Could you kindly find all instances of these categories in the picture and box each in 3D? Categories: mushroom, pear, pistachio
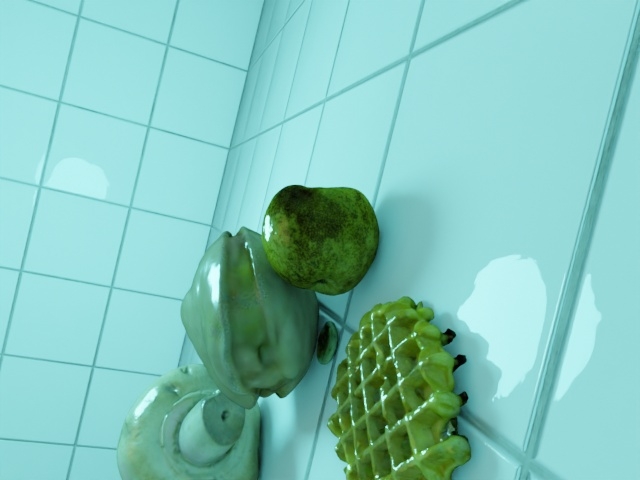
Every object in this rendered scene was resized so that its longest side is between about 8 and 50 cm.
[{"bbox_3d":[-0.271,0.474,1.232,0.325,0.353,0.353,63,174,-20],"label":"mushroom"},{"bbox_3d":[0.000,0.000,0.883,0.197,0.197,0.198,-167,90,-72],"label":"pear"},{"bbox_3d":[-0.144,0.155,1.067,0.445,0.281,0.366,172,88,-81],"label":"pistachio"}]

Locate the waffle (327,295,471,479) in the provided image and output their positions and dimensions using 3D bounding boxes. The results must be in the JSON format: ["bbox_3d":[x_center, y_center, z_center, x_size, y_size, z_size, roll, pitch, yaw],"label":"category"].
[{"bbox_3d":[0.083,0.221,0.691,0.329,0.062,0.330,-167,90,-71],"label":"waffle"}]

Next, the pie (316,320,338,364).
[{"bbox_3d":[0.012,0.195,0.991,0.085,0.017,0.085,-167,90,-73],"label":"pie"}]
